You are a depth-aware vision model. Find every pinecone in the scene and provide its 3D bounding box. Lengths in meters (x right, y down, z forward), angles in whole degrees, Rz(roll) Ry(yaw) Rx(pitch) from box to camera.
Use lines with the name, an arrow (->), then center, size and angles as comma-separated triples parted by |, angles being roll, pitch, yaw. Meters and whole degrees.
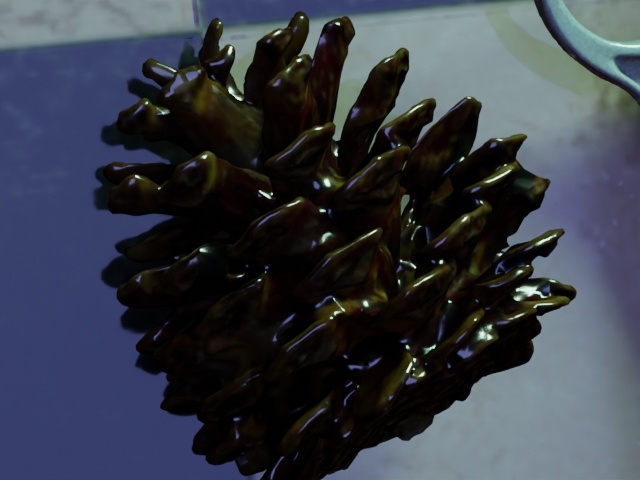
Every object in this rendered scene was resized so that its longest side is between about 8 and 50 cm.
pinecone -> -0.003, -0.005, 0.717 | 0.163, 0.163, 0.165 | -34, 82, -6

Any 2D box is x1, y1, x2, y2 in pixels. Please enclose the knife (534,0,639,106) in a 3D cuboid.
knife -> 0.178, -0.017, 0.787 | 0.123, 0.053, 0.278 | -25, 95, -11
